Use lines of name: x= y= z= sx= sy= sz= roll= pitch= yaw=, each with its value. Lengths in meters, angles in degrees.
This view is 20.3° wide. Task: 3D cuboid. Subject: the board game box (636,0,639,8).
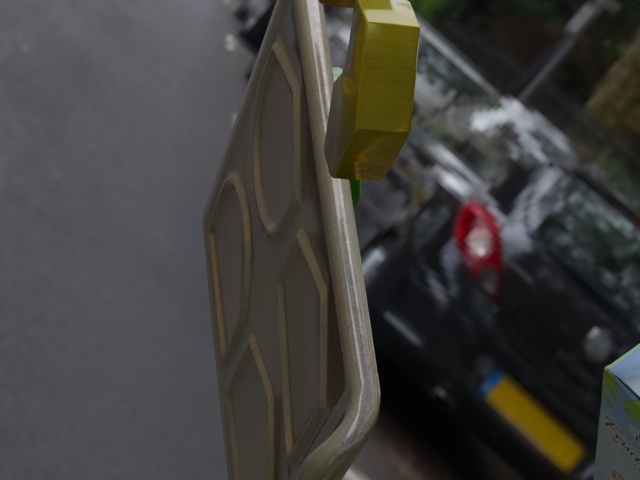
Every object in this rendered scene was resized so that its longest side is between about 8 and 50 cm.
board game box: x=0.106 y=-0.135 z=0.438 sx=0.165 sy=0.042 sz=0.243 roll=-30 pitch=97 yaw=-49

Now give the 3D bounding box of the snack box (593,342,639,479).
snack box: x=0.197 y=0.067 z=0.730 sx=0.070 sy=0.174 sz=0.207 roll=50 pitch=-14 yaw=25

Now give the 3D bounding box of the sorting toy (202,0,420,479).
sorting toy: x=0.000 y=0.000 z=0.694 sx=0.041 sy=0.307 sz=0.229 roll=4 pitch=61 yaw=-13
